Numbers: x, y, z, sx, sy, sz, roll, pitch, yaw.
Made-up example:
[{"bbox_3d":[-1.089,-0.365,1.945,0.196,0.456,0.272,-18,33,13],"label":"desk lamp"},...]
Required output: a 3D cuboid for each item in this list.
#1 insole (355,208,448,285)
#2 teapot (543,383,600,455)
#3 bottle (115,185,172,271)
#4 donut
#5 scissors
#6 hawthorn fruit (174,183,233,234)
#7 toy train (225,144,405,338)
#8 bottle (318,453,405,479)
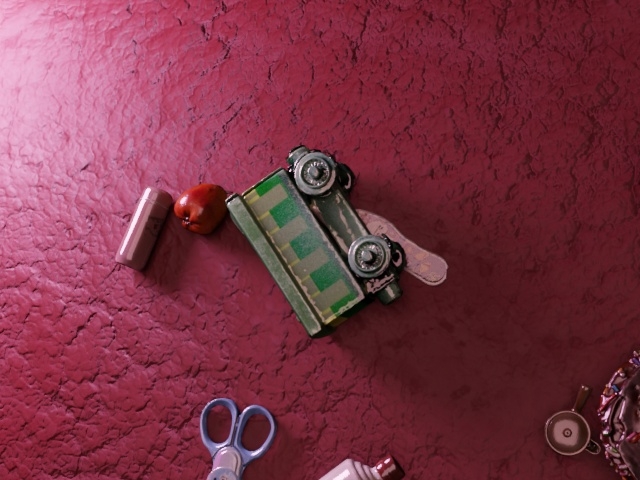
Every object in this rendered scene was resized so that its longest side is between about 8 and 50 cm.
[{"bbox_3d":[0.120,0.012,1.607,0.197,0.004,0.065,33,85,15],"label":"insole"},{"bbox_3d":[0.381,0.269,1.467,0.085,0.080,0.110,24,84,14],"label":"teapot"},{"bbox_3d":[-0.295,-0.020,1.661,0.053,0.053,0.140,19,82,13],"label":"bottle"},{"bbox_3d":[0.509,0.264,1.433,0.235,0.089,0.235,0,77,2],"label":"donut"},{"bbox_3d":[-0.151,0.381,1.564,0.125,0.030,0.256,10,78,13],"label":"scissors"},{"bbox_3d":[-0.190,-0.057,1.644,0.081,0.081,0.093,37,57,15],"label":"hawthorn fruit"},{"bbox_3d":[0.000,0.000,1.570,0.202,0.120,0.301,-36,75,7],"label":"toy train"},{"bbox_3d":[0.019,0.407,1.490,0.245,0.104,0.104,-36,75,1],"label":"bottle"}]
